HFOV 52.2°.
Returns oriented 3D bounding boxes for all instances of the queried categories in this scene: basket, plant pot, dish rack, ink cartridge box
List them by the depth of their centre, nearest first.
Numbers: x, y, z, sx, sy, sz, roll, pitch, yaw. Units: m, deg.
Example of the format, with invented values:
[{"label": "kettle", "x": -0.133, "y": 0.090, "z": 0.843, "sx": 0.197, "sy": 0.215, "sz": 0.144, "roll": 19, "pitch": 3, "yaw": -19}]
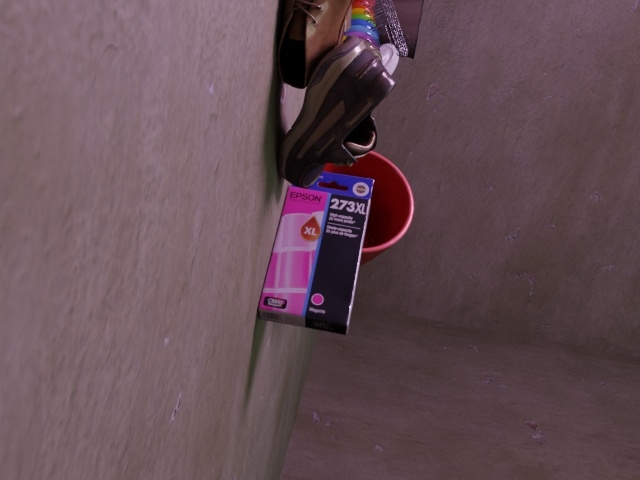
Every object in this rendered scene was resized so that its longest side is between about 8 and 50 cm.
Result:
[{"label": "ink cartridge box", "x": 0.000, "y": 0.000, "z": 1.334, "sx": 0.069, "sy": 0.175, "sz": 0.371, "roll": 92, "pitch": 9, "yaw": -60}, {"label": "plant pot", "x": 0.055, "y": -0.051, "z": 1.563, "sx": 0.243, "sy": 0.274, "sz": 0.275, "roll": 117, "pitch": -14, "yaw": -65}, {"label": "dish rack", "x": 0.151, "y": -0.595, "z": 1.672, "sx": 0.272, "sy": 0.074, "sz": 0.208, "roll": 70, "pitch": 21, "yaw": -6}, {"label": "basket", "x": 0.188, "y": -0.661, "z": 1.980, "sx": 0.154, "sy": 0.226, "sz": 0.205, "roll": 90, "pitch": 10, "yaw": -66}]

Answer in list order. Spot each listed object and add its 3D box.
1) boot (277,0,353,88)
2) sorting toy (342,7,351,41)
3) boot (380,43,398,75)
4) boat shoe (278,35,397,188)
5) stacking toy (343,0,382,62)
[{"label": "boot", "x": -0.008, "y": -0.354, "z": 0.952, "sx": 0.305, "sy": 0.112, "sz": 0.115, "roll": 98, "pitch": 15, "yaw": -52}, {"label": "sorting toy", "x": 0.043, "y": -0.551, "z": 1.461, "sx": 0.132, "sy": 0.046, "sz": 0.275, "roll": -70, "pitch": 164, "yaw": -66}, {"label": "boot", "x": 0.127, "y": -0.481, "z": 1.881, "sx": 0.258, "sy": 0.095, "sz": 0.123, "roll": -46, "pitch": 171, "yaw": 0}, {"label": "boat shoe", "x": 0.025, "y": -0.180, "z": 1.114, "sx": 0.132, "sy": 0.130, "sz": 0.355, "roll": -48, "pitch": 173, "yaw": -29}, {"label": "stacking toy", "x": 0.101, "y": -0.580, "z": 1.789, "sx": 0.141, "sy": 0.141, "sz": 0.330, "roll": 95, "pitch": 0, "yaw": -52}]
